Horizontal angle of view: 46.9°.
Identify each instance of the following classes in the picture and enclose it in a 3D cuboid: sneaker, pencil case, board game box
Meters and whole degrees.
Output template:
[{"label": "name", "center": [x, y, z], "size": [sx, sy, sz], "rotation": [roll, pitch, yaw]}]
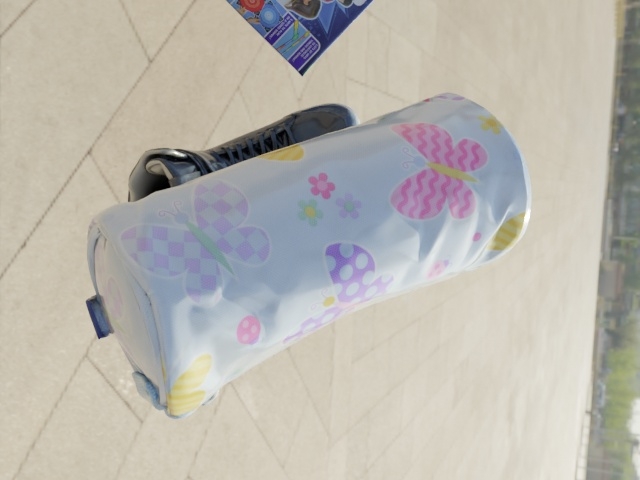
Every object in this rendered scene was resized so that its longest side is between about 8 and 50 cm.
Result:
[{"label": "sneaker", "center": [-0.071, -0.065, 0.683], "size": [0.086, 0.226, 0.163], "rotation": [64, 10, 3]}, {"label": "pencil case", "center": [0.000, 0.000, 0.450], "size": [0.273, 0.113, 0.124], "rotation": [-24, 92, -26]}, {"label": "board game box", "center": [0.002, -0.287, 0.746], "size": [0.136, 0.201, 0.035], "rotation": [43, 10, -18]}]
